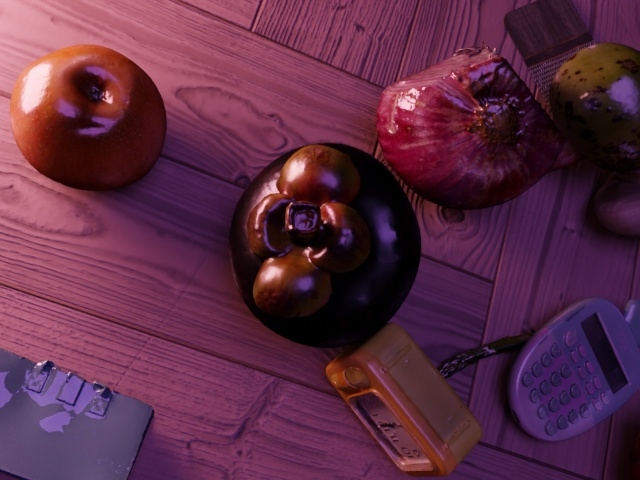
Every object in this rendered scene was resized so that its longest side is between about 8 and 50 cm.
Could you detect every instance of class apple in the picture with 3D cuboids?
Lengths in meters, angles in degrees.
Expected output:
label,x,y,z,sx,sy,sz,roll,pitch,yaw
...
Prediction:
label,x,y,z,sx,sy,sz,roll,pitch,yaw
apple,-0.305,-0.164,0.984,0.201,0.162,0.201,4,74,-14

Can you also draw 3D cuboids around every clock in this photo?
label,x,y,z,sx,sy,sz,roll,pitch,yaw
clock,0.111,0.223,1.022,0.096,0.143,0.202,-39,89,-30

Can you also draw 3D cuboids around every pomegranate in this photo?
label,x,y,z,sx,sy,sz,roll,pitch,yaw
pomegranate,0.448,-0.191,1.211,0.248,0.214,0.214,-42,91,21

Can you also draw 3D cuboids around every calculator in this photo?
label,x,y,z,sx,sy,sz,roll,pitch,yaw
calculator,0.413,0.194,1.163,0.299,0.041,0.185,-31,99,-21

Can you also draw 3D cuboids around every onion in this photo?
label,x,y,z,sx,sy,sz,roll,pitch,yaw
onion,0.215,-0.161,1.124,0.230,0.272,0.256,-40,83,4

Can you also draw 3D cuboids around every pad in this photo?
label,x,y,z,sx,sy,sz,roll,pitch,yaw
pad,0.386,-0.301,1.293,0.323,0.055,0.249,-24,84,-39

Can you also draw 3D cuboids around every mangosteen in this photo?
label,x,y,z,sx,sy,sz,roll,pitch,yaw
mangosteen,0.000,0.000,0.962,0.275,0.302,0.274,-2,79,10

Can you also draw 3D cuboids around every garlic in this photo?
label,x,y,z,sx,sy,sz,roll,pitch,yaw
garlic,0.573,-0.076,1.238,0.229,0.178,0.142,-36,111,-11

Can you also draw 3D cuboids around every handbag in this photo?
label,x,y,z,sx,sy,sz,roll,pitch,yaw
handbag,-0.334,0.235,0.930,0.221,0.057,0.144,25,66,-9

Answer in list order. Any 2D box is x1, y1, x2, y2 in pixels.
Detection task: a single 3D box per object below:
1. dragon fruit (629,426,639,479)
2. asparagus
label,x,y,z,sx,sy,sz,roll,pitch,yaw
dragon fruit,0.564,0.336,1.114,0.192,0.193,0.274,27,45,-13
asparagus,0.275,0.171,1.149,0.236,0.027,0.034,-12,92,-20
